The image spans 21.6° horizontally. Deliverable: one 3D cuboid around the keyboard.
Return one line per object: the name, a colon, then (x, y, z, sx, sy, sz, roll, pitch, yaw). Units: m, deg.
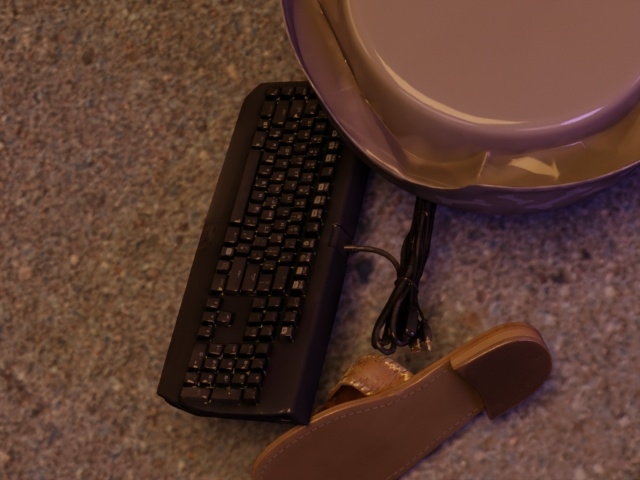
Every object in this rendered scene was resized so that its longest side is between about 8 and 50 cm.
keyboard: (0.000, 0.000, 1.297, 0.201, 0.033, 0.317, 3, 56, 16)

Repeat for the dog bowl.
dog bowl: (0.140, -0.177, 1.292, 0.348, 0.102, 0.349, 0, 67, -1)

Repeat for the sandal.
sandal: (0.056, 0.118, 1.273, 0.240, 0.088, 0.079, -27, 34, 5)
